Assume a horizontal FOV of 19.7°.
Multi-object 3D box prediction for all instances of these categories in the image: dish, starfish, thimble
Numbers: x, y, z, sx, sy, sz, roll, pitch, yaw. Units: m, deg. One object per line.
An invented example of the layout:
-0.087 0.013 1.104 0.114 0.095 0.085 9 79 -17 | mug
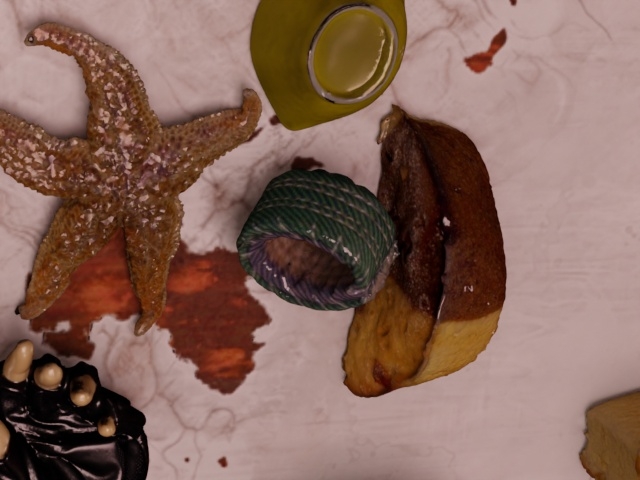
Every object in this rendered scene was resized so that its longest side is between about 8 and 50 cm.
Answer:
0.020 -0.184 1.678 0.149 0.080 0.207 13 108 -25 | dish
-0.197 -0.046 1.665 0.299 0.060 0.302 -1 112 -23 | starfish
-0.002 -0.002 1.706 0.090 0.135 0.118 -60 149 -36 | thimble

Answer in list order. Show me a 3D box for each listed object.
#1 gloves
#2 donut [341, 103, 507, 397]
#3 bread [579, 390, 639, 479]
-0.240 0.167 1.699 0.164 0.124 0.203 -24 120 -24 | gloves
0.117 0.028 1.769 0.112 0.151 0.295 -5 113 -30 | donut
0.436 0.218 1.944 0.275 0.185 0.114 -11 111 -17 | bread
